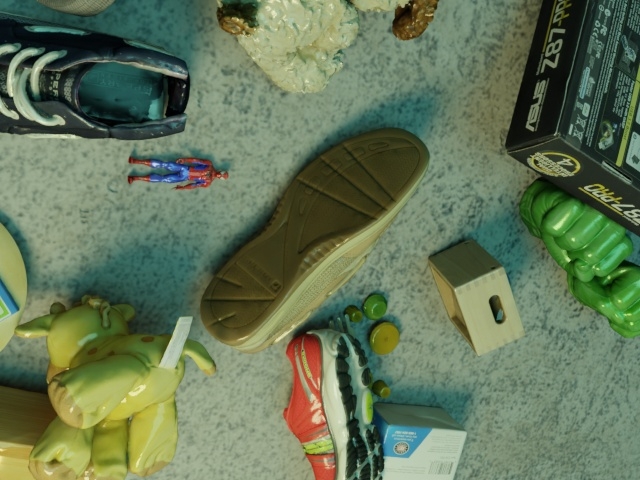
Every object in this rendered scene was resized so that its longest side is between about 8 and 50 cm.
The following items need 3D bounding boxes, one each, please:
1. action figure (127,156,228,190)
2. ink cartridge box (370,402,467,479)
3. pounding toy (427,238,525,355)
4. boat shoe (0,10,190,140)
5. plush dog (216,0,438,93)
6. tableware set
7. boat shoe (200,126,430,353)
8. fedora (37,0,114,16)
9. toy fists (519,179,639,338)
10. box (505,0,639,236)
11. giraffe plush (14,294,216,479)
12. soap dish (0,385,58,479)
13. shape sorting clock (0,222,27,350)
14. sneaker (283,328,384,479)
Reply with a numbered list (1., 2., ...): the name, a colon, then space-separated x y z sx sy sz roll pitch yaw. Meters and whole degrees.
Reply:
1. action figure: -0.163 -0.078 0.832 0.115 0.030 0.038 0 99 -24
2. ink cartridge box: 0.109 0.358 1.032 0.134 0.078 0.231 11 100 -24
3. pounding toy: 0.227 0.078 0.986 0.100 0.130 0.141 -24 112 -1
4. boat shoe: -0.286 -0.160 0.686 0.340 0.158 0.127 -3 105 -22
5. plush dog: 0.003 -0.283 0.718 0.225 0.211 0.263 -26 112 9
6. tableware set: 0.064 0.155 0.992 0.104 0.024 0.154 -21 110 -19
7. boat shoe: 0.000 0.000 0.884 0.341 0.122 0.110 -42 152 -3
8. fedora: -0.234 -0.353 0.647 0.124 0.243 0.276 -43 117 -39
9. toy fists: 0.392 0.032 1.022 0.096 0.142 0.279 -43 115 -6
10. box: 0.417 -0.225 0.919 0.318 0.097 0.395 24 73 -24
11. giraffe plush: -0.238 0.137 0.767 0.210 0.170 0.181 -59 144 -4
12. soap dish: -0.382 0.277 0.790 0.290 0.118 0.229 18 97 -26
13. shape sorting clock: -0.414 0.050 0.739 0.206 0.040 0.206 4 83 -30
14. sneaker: 0.008 0.253 0.942 0.107 0.118 0.279 -8 95 -55
